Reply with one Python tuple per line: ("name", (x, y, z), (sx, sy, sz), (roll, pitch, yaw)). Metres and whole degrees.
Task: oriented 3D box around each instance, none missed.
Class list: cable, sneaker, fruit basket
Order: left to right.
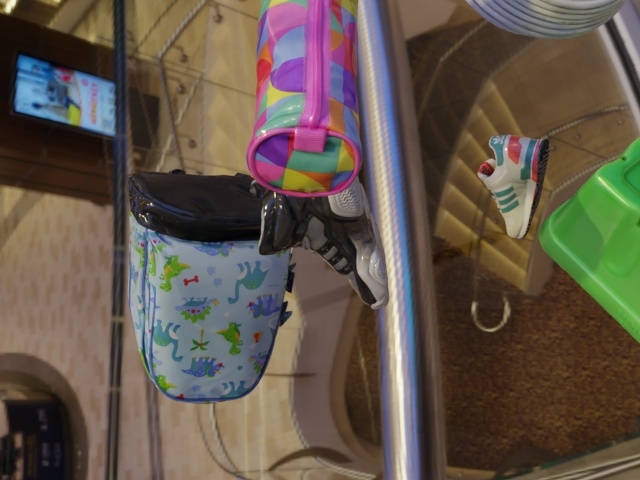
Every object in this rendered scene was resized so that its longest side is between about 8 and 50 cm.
("sneaker", (0.000, 0.000, 1.060), (0.153, 0.268, 0.101), (-15, 38, 11))
("sneaker", (0.232, -0.069, 0.949), (0.075, 0.161, 0.057), (17, 55, 19))
("cable", (0.275, -0.369, 0.939), (0.089, 0.257, 0.257), (133, 151, -66))
("fruit basket", (0.465, 0.039, 0.860), (0.283, 0.392, 0.392), (-38, 47, -4))

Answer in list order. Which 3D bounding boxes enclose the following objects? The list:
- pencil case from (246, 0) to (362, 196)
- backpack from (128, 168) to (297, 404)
("pencil case", (-0.012, -0.152, 0.674), (0.104, 0.104, 0.236), (-33, 46, 41))
("backpack", (-0.187, 0.092, 1.272), (0.273, 0.290, 0.355), (61, 139, 48))
